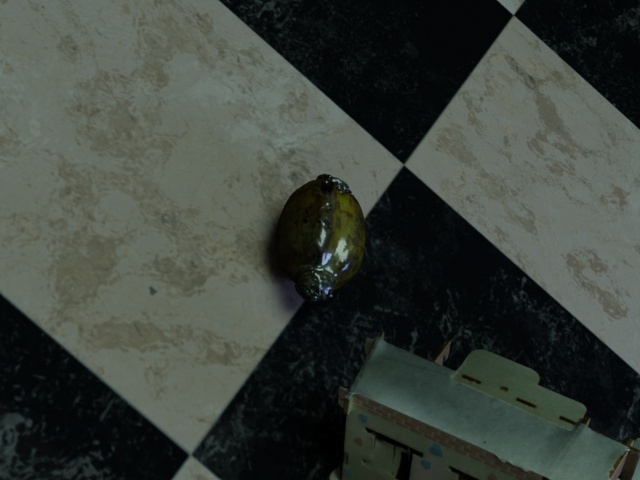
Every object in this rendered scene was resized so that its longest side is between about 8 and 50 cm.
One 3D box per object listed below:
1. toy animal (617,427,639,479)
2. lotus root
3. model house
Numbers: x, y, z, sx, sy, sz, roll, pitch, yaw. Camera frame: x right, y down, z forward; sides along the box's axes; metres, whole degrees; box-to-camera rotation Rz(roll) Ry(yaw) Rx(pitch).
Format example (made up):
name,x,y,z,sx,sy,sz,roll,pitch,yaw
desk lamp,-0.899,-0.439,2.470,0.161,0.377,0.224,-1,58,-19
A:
name,x,y,z,sx,sy,sz,roll,pitch,yaw
toy animal,0.465,0.382,1.235,0.212,0.212,0.267,1,51,-37
lotus root,0.000,0.000,1.249,0.120,0.120,0.210,26,46,-19
model house,0.172,0.273,1.083,0.326,0.244,0.169,20,33,24
